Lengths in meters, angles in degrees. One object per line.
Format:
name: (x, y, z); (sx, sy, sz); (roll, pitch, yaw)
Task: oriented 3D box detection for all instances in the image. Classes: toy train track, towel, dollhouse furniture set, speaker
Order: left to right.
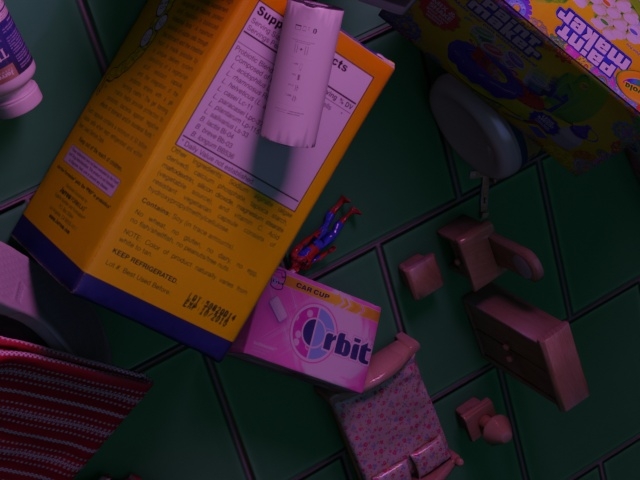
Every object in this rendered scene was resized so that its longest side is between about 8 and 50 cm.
towel: (-0.325, 0.212, 1.471); (0.199, 0.031, 0.275); (19, 125, -35)
speaker: (-0.018, -0.157, 1.335); (0.055, 0.055, 0.136); (3, 106, -32)
dollhouse furniture set: (0.126, 0.192, 1.718); (0.356, 0.174, 0.303); (-32, 121, -18)
toy train track: (0.209, -0.066, 1.769); (0.048, 0.014, 0.083); (-9, 113, -28)

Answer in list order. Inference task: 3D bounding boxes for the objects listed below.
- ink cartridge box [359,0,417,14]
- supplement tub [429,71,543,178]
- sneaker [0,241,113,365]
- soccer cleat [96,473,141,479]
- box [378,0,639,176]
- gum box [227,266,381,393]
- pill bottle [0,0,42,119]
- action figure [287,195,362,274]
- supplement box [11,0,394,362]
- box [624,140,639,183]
ink cartridge box: (-0.035, -0.355, 1.386); (0.275, 0.238, 0.060); (12, 139, -34)
supplement tub: (0.244, -0.183, 1.667); (0.200, 0.144, 0.144); (-38, 123, -13)
sneaker: (-0.336, 0.093, 1.459); (0.147, 0.104, 0.296); (-23, 148, 15)
soccer cleat: (-0.180, 0.340, 1.648); (0.248, 0.083, 0.095); (20, 101, -37)
box: (0.273, -0.280, 1.520); (0.290, 0.177, 0.279); (39, 67, -5)
gum box: (-0.019, 0.105, 1.646); (0.188, 0.062, 0.107); (23, 75, -34)
pill bottle: (-0.319, -0.181, 1.375); (0.067, 0.067, 0.120); (-33, 121, -17)
action figure: (0.000, 0.000, 1.660); (0.115, 0.030, 0.038); (-47, 128, -5)
supplement box: (-0.123, -0.092, 1.449); (0.194, 0.195, 0.356); (30, 92, -35)
box: (0.470, -0.172, 1.808); (0.154, 0.142, 0.300); (-41, 123, -12)
